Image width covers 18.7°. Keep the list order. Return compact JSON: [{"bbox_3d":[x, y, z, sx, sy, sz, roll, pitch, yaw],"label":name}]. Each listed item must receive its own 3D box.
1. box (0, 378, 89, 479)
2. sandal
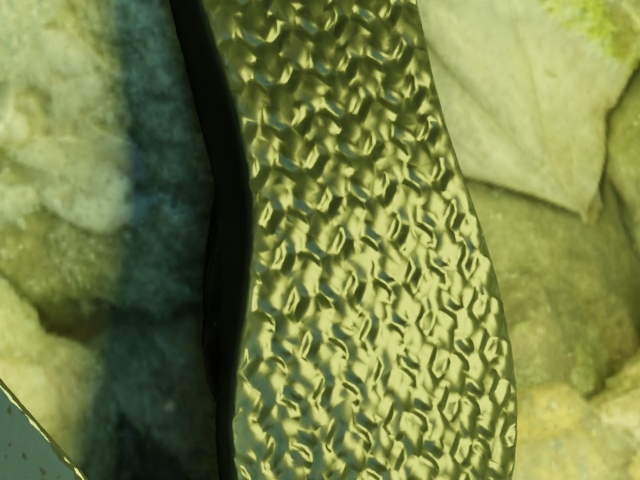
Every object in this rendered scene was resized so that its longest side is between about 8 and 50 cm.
[{"bbox_3d":[-0.181,0.163,0.953,0.153,0.108,0.207,-42,105,-18],"label":"box"},{"bbox_3d":[0.002,-0.002,1.050,0.167,0.107,0.446,-2,79,-23],"label":"sandal"}]
